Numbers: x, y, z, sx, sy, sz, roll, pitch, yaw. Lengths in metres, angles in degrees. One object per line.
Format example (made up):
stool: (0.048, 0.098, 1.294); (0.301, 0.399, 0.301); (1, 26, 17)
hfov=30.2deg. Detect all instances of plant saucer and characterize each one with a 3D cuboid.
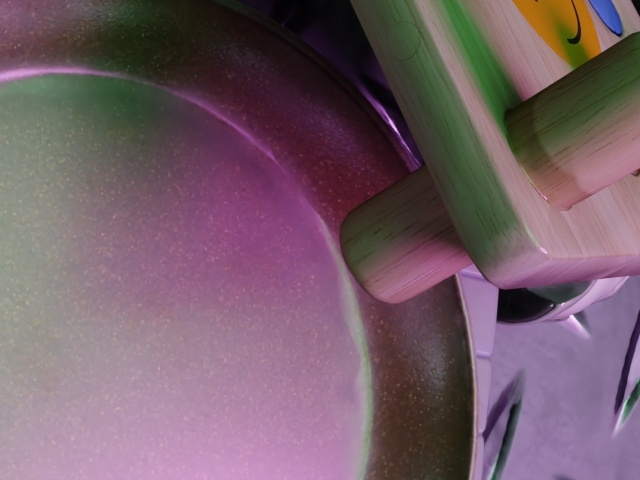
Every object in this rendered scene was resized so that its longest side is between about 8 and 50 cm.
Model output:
plant saucer: (-0.073, 0.059, 0.423); (0.310, 0.050, 0.310); (3, 84, -36)

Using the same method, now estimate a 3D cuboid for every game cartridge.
game cartridge: (-0.076, 0.056, 0.485); (0.355, 0.068, 0.230); (14, 73, -34)

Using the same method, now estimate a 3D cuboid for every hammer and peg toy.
hammer and peg toy: (0.062, -0.152, 0.492); (0.266, 0.127, 0.361); (0, 63, -56)

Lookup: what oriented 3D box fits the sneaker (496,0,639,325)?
sneaker: (0.179, -0.110, 0.654); (0.146, 0.122, 0.330); (5, 113, -53)
